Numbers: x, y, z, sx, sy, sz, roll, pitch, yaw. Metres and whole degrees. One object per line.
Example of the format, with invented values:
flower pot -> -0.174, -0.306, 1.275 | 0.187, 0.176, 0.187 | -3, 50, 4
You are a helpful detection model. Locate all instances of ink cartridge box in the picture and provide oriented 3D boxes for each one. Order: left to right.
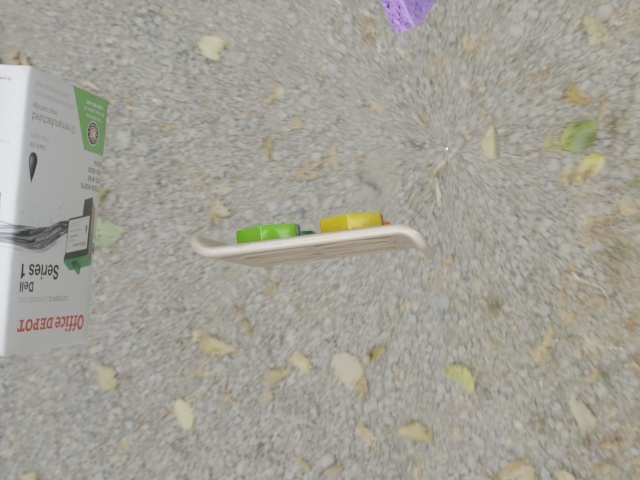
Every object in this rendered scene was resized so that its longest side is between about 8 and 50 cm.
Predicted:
ink cartridge box -> -0.250, -0.020, 0.805 | 0.093, 0.160, 0.219 | 4, 89, 10

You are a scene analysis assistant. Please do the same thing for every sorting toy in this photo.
sorting toy -> 0.000, 0.000, 0.943 | 0.208, 0.193, 0.038 | -3, 85, 9

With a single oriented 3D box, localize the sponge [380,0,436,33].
sponge -> 0.106, -0.324, 1.048 | 0.031, 0.210, 0.117 | -6, 128, 42
